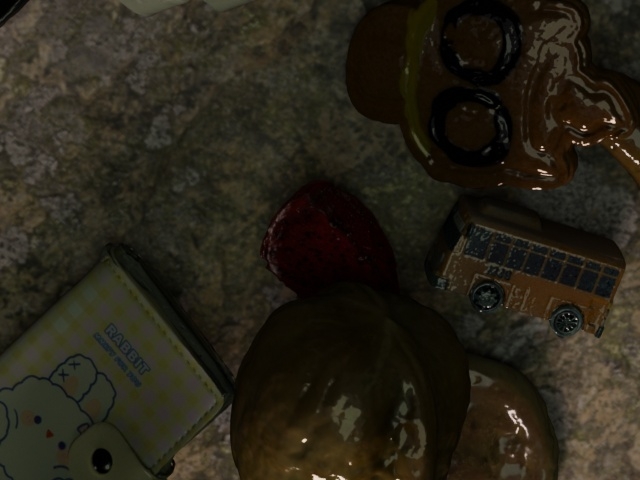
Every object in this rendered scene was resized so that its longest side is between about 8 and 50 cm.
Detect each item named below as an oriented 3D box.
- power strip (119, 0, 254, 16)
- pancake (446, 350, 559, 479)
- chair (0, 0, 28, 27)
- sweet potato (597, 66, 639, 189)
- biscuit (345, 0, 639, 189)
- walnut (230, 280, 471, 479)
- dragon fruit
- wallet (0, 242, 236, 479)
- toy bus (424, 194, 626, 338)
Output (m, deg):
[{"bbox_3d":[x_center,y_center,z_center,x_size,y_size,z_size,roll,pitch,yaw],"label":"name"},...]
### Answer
[{"bbox_3d":[-0.147,-0.307,1.638,0.141,0.229,0.261,-15,146,33],"label":"power strip"},{"bbox_3d":[0.143,0.235,1.913,0.242,0.050,0.242,0,112,1],"label":"pancake"},{"bbox_3d":[-0.417,-0.348,1.613,0.226,0.226,0.401,-41,104,15],"label":"chair"},{"bbox_3d":[0.309,-0.087,1.779,0.346,0.079,0.108,47,135,-16],"label":"sweet potato"},{"bbox_3d":[0.160,-0.144,1.727,0.290,0.041,0.208,12,114,18],"label":"biscuit"},{"bbox_3d":[0.027,0.178,1.766,0.227,0.283,0.283,-5,113,-28],"label":"walnut"},{"bbox_3d":[0.000,0.000,1.817,0.106,0.083,0.162,-26,127,29],"label":"dragon fruit"},{"bbox_3d":[-0.249,0.179,1.858,0.309,0.077,0.223,-44,80,16],"label":"wallet"},{"bbox_3d":[0.204,0.022,1.810,0.182,0.091,0.103,17,108,-7],"label":"toy bus"}]
